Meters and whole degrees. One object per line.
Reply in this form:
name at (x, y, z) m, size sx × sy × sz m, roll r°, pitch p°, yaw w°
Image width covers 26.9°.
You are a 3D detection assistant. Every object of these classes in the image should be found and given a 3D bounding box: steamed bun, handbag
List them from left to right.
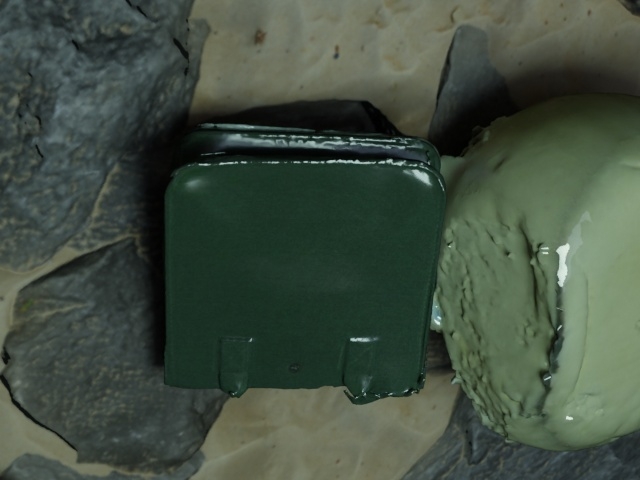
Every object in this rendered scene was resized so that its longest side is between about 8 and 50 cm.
handbag at (-0.019, 0.028, 1.206) m, size 0.248 × 0.079 × 0.260 m, roll 1°, pitch 119°, yaw -7°
steamed bun at (0.251, 0.017, 1.301) m, size 0.312 × 0.233 × 0.333 m, roll -7°, pitch 116°, yaw -36°
